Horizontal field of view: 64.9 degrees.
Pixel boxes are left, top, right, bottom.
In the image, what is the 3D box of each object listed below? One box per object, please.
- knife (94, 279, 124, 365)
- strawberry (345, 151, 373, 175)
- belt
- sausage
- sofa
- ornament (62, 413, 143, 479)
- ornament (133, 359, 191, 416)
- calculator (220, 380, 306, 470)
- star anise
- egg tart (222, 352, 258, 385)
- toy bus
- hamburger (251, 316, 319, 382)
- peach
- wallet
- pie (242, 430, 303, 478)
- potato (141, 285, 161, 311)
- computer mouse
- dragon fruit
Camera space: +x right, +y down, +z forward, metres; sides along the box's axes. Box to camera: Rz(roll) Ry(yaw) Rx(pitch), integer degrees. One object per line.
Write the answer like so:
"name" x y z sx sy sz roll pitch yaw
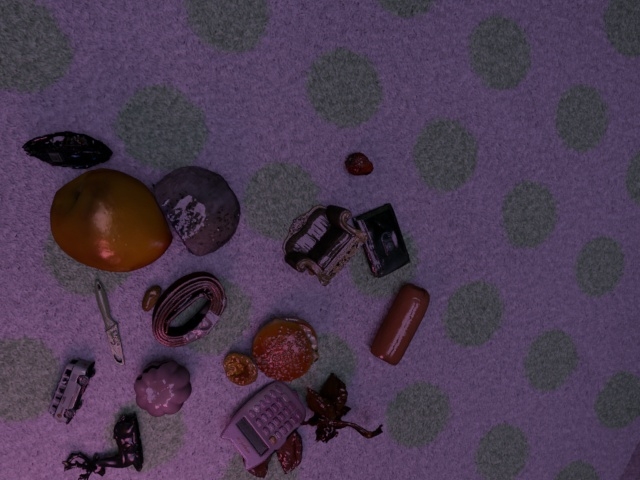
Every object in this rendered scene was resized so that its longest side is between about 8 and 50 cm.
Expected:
"knife" -0.666 0.263 1.594 0.043 0.020 0.293 -12 101 -16
"strawberry" 0.137 -0.260 1.731 0.096 0.083 0.083 35 87 -19
"belt" -0.421 0.222 1.616 0.261 0.105 0.184 -40 107 -9
"sausage" 0.292 0.300 1.823 0.121 0.121 0.304 29 86 -17
"sofa" 0.000 0.000 1.661 0.182 0.200 0.258 43 86 -19
"ornament" -0.699 0.667 1.603 0.236 0.080 0.202 -7 102 -15
"ornament" -0.499 0.466 1.604 0.178 0.177 0.177 -2 97 -16
"calculator" -0.186 0.623 1.729 0.294 0.043 0.194 -38 87 -24
"star anise" 0.071 0.611 1.775 0.346 0.148 0.237 32 61 -12
"egg tart" -0.264 0.427 1.697 0.131 0.052 0.130 6 108 18
"toy bus" -0.772 0.464 1.557 0.089 0.087 0.193 22 91 -10
"hamburger" -0.120 0.362 1.698 0.237 0.147 0.236 -1 96 -13
"peach" -0.598 -0.044 1.449 0.289 0.289 0.308 -45 132 -7
"wallet" 0.224 0.000 1.803 0.160 0.055 0.236 -24 102 -19
"pie" -0.167 0.742 1.778 0.219 0.054 0.204 -15 101 -14
"potato" -0.542 0.182 1.606 0.046 0.045 0.092 32 84 -19
"computer mouse" -0.729 -0.269 1.461 0.242 0.146 0.077 -1 69 -15
"dragon fruit" -0.358 -0.102 1.538 0.204 0.221 0.282 -32 102 -4
